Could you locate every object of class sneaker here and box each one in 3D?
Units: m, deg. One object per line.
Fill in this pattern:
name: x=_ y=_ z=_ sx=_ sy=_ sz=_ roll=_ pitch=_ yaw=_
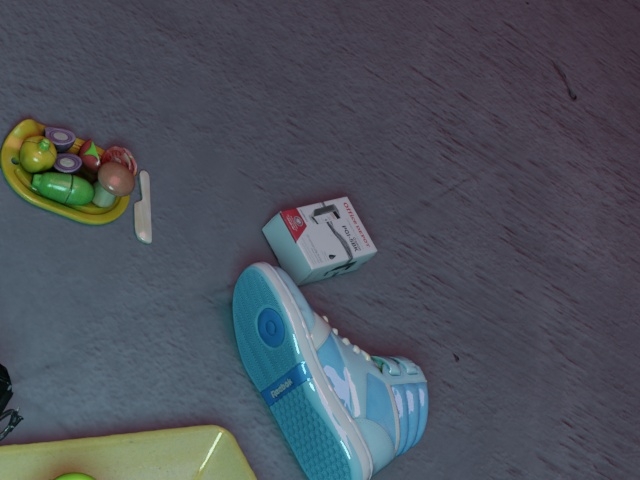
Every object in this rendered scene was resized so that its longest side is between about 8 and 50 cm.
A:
sneaker: x=0.023 y=0.159 z=1.736 sx=0.208 sy=0.127 sz=0.319 roll=-20 pitch=83 yaw=-42

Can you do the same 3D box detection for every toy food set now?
toy food set: x=-0.296 y=-0.093 z=1.699 sx=0.218 sy=0.071 sz=0.128 roll=21 pitch=50 yaw=-26

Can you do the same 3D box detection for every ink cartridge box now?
ink cartridge box: x=0.000 y=0.000 z=1.875 sx=0.135 sy=0.056 sz=0.099 roll=-15 pitch=70 yaw=-43

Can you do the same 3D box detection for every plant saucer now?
plant saucer: x=-0.184 y=0.358 z=1.413 sx=0.333 sy=0.081 sz=0.332 roll=0 pitch=43 yaw=-38

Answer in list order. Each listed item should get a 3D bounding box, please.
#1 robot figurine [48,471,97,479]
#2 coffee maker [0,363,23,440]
robot figurine: x=-0.246 y=0.282 z=1.330 sx=0.101 sy=0.067 sz=0.115 roll=2 pitch=40 yaw=-18
coffee maker: x=-0.423 y=0.138 z=1.374 sx=0.178 sy=0.171 sz=0.120 roll=29 pitch=59 yaw=21
